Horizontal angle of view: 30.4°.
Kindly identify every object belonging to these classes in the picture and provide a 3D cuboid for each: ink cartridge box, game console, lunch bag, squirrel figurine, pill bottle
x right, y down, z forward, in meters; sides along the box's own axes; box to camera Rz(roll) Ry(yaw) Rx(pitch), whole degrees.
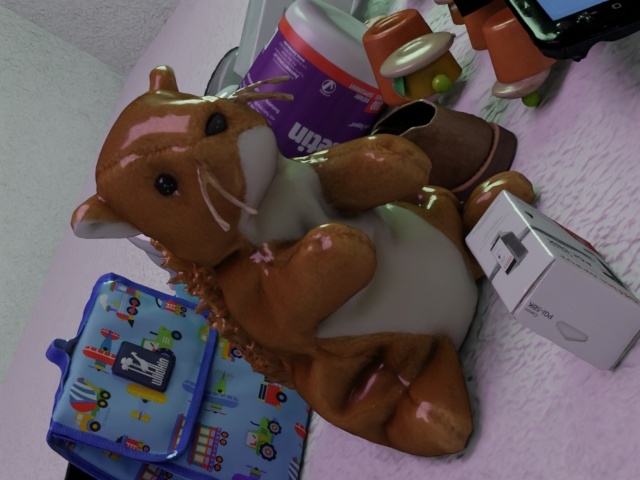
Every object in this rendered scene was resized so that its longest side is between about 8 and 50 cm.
[{"bbox_3d":[0.180,0.028,0.905,0.056,0.099,0.135,-55,21,15],"label":"ink cartridge box"},{"bbox_3d":[0.233,-0.265,1.130,0.213,0.044,0.361,-28,28,10],"label":"game console"},{"bbox_3d":[-0.168,0.177,1.302,0.138,0.293,0.221,-44,26,43],"label":"lunch bag"},{"bbox_3d":[-0.057,0.008,1.127,0.397,0.370,0.281,-20,45,63],"label":"squirrel figurine"},{"bbox_3d":[-0.040,-0.156,1.615,0.323,0.181,0.181,-55,20,21],"label":"pill bottle"}]

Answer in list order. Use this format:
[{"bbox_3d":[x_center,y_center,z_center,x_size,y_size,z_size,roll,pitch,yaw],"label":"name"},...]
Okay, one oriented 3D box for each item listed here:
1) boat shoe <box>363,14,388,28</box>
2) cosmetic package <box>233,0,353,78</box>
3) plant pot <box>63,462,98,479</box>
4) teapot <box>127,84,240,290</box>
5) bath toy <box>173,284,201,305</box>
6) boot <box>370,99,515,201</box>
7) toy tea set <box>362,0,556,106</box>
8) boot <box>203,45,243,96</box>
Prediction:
[{"bbox_3d":[0.051,-0.258,1.716,0.170,0.063,0.059,-46,20,15],"label":"boat shoe"},{"bbox_3d":[-0.040,-0.350,1.858,0.225,0.138,0.224,-129,51,-73],"label":"cosmetic package"},{"bbox_3d":[-0.212,0.259,1.474,0.167,0.188,0.187,115,164,-63],"label":"plant pot"},{"bbox_3d":[-0.196,-0.087,1.850,0.256,0.187,0.252,-25,73,21],"label":"teapot"},{"bbox_3d":[-0.149,0.133,1.541,0.348,0.151,0.129,120,160,-52],"label":"bath toy"},{"bbox_3d":[0.084,-0.087,1.299,0.305,0.115,0.112,-25,42,62],"label":"boot"},{"bbox_3d":[0.163,-0.196,1.308,0.200,0.124,0.336,-28,21,5],"label":"toy tea set"},{"bbox_3d":[-0.142,-0.178,2.058,0.222,0.118,0.338,13,86,68],"label":"boot"}]
